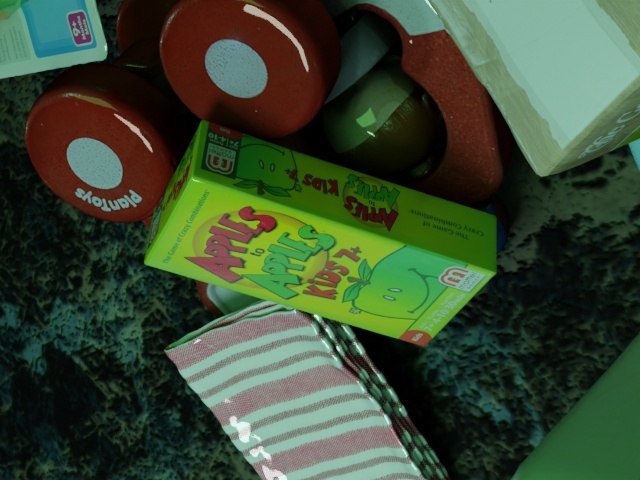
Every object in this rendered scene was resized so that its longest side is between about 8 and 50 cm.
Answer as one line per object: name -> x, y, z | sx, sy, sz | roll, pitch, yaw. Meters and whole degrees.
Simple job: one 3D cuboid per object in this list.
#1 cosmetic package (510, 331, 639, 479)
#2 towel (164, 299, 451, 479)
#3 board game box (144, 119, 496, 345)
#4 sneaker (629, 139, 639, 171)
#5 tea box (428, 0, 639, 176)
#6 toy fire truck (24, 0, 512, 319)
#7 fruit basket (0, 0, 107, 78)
cosmetic package -> 0.308, 0.138, 0.417 | 0.327, 0.394, 0.329 | 8, 120, 37
towel -> -0.006, 0.130, 0.897 | 0.144, 0.029, 0.197 | -25, 105, 40
board game box -> 0.000, 0.000, 0.762 | 0.092, 0.181, 0.043 | 127, 155, -50
sneaker -> 0.183, -0.085, 0.740 | 0.073, 0.063, 0.162 | -18, 84, 56
tea box -> 0.163, -0.254, 0.508 | 0.329, 0.324, 0.220 | 61, 151, 13
toy fire truck -> -0.011, -0.067, 0.827 | 0.302, 0.169, 0.254 | -25, 115, 37
fruit basket -> -0.294, -0.280, 0.997 | 0.353, 0.165, 0.327 | -1, 99, 41
